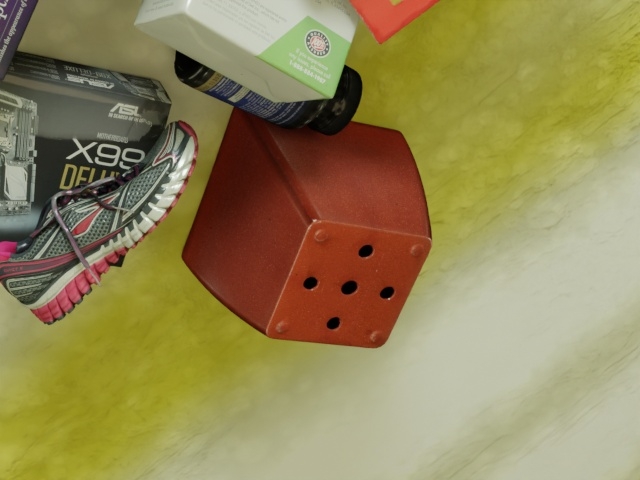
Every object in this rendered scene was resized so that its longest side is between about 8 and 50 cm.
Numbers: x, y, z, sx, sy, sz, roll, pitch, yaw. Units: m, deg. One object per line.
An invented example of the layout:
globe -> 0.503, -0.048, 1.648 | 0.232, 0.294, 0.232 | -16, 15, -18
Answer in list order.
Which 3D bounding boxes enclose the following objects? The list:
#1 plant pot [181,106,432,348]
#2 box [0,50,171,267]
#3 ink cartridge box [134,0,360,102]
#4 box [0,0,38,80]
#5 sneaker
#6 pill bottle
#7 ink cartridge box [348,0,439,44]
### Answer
plant pot -> 0.000, 0.000, 1.348 | 0.268, 0.235, 0.267 | 8, 119, -28
box -> -0.363, -0.103, 1.222 | 0.308, 0.076, 0.242 | 9, 118, -28
ink cartridge box -> -0.040, -0.355, 1.108 | 0.207, 0.119, 0.353 | 25, 79, -34
box -> -0.356, -0.317, 0.998 | 0.184, 0.103, 0.261 | 20, 118, -25
sneaker -> -0.262, -0.033, 1.192 | 0.299, 0.121, 0.112 | -44, 107, 3
pill bottle -> -0.060, -0.212, 1.248 | 0.219, 0.122, 0.122 | 21, 112, -33
ink cartridge box -> 0.109, -0.378, 1.005 | 0.296, 0.066, 0.261 | -36, 113, 8
